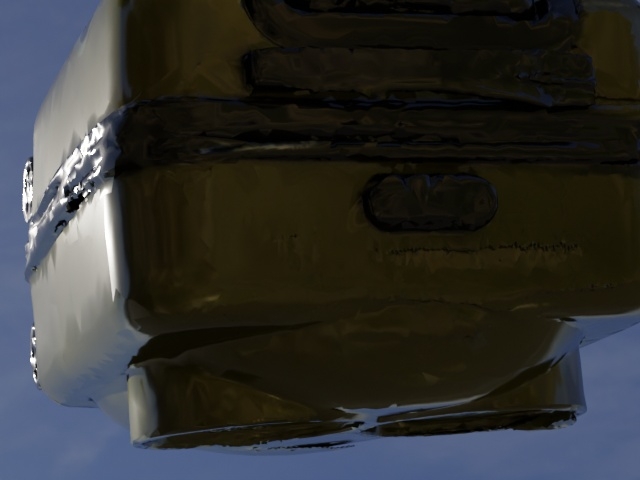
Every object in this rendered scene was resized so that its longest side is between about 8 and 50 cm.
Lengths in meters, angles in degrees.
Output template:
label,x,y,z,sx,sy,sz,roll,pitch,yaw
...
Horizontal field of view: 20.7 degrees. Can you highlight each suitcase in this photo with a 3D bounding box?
label,x,y,z,sx,sy,sz,roll,pitch,yaw
suitcase,0.000,0.000,0.607,0.193,0.143,0.235,1,-12,-18
